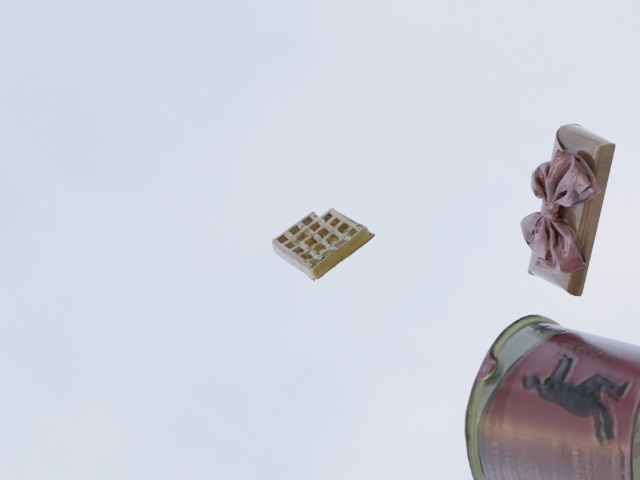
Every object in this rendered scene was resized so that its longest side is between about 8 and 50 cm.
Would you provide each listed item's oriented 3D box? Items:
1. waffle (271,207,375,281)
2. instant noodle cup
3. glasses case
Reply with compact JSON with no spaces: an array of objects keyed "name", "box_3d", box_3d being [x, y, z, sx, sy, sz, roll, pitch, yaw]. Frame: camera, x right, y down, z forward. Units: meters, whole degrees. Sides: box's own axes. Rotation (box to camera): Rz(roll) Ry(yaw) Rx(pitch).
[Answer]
[{"name":"waffle","box_3d":[0.000,0.000,1.076,0.092,0.135,0.021,-38,-64,-9]},{"name":"instant noodle cup","box_3d":[0.293,0.202,0.971,0.235,0.178,0.234,-2,-86,-43]},{"name":"glasses case","box_3d":[0.279,-0.029,1.049,0.070,0.102,0.193,3,-70,-11]}]
